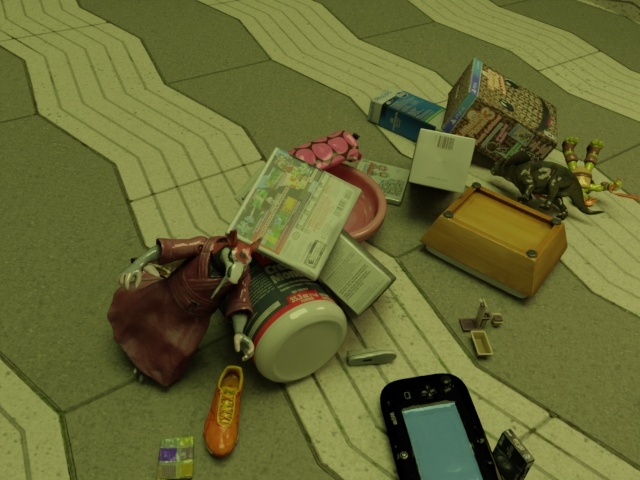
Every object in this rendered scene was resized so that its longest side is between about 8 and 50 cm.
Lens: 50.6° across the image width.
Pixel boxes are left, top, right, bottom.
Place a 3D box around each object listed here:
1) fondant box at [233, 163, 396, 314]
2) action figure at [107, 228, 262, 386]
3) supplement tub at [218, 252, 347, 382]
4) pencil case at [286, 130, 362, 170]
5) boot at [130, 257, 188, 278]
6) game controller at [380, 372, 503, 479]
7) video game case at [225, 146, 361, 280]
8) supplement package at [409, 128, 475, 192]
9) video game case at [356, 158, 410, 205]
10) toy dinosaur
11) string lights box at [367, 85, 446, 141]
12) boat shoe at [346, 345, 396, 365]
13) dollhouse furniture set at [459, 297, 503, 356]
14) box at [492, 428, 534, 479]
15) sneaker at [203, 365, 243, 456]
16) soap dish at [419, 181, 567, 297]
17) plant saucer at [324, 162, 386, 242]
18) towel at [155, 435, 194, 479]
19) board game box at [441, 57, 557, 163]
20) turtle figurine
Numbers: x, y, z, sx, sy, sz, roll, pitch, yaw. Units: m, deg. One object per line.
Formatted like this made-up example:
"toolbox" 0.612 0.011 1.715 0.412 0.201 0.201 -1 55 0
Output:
"fondant box" 0.000 0.000 1.374 0.330 0.096 0.238 44 5 8
"action figure" -0.214 0.096 1.221 0.248 0.370 0.275 46 28 -7
"supplement tub" -0.091 0.121 1.317 0.191 0.191 0.272 -17 46 -27
"pencil case" 0.002 -0.203 1.669 0.209 0.095 0.098 -27 67 -32
"boot" -0.346 0.036 1.496 0.106 0.037 0.114 28 46 3
"game controller" 0.209 0.367 1.169 0.167 0.067 0.319 -1 40 -11
"video game case" -0.047 -0.051 1.239 0.184 0.023 0.201 27 68 2
"supplement package" 0.304 -0.204 1.726 0.139 0.133 0.244 13 8 5
"video game case" 0.159 -0.160 1.820 0.143 0.019 0.157 14 40 8
"toy dinosaur" 0.589 -0.150 1.764 0.314 0.121 0.160 16 76 20
"string lights box" 0.288 -0.371 2.046 0.260 0.076 0.133 29 44 24
"boat shoe" 0.101 0.225 1.346 0.100 0.035 0.035 -7 44 -6
"dollhouse furniture set" 0.353 0.178 1.402 0.091 0.081 0.114 1 40 -8
"box" 0.329 0.375 1.163 0.018 0.083 0.067 -13 45 -25
"sneaker" -0.171 0.297 1.193 0.064 0.067 0.175 5 42 -6
"soap dish" 0.419 -0.010 1.608 0.291 0.118 0.229 28 44 25
"plant saucer" -0.008 -0.079 1.650 0.332 0.084 0.332 5 40 -4
"towel" -0.244 0.367 1.141 0.060 0.009 0.083 1 41 -7
"board game box" 0.516 -0.353 1.942 0.291 0.141 0.232 29 40 -7
"turtle figurine" 0.732 -0.176 1.867 0.270 0.087 0.217 4 60 21
